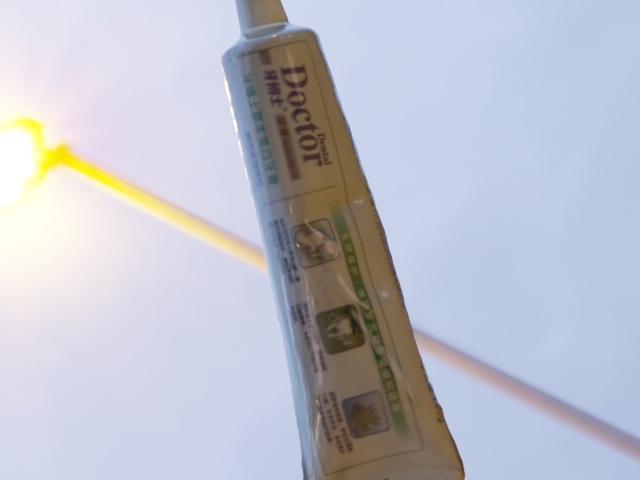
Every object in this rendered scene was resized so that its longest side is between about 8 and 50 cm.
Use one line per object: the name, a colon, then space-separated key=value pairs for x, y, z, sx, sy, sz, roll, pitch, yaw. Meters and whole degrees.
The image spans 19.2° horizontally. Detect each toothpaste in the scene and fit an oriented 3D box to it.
toothpaste: x=0.000 y=0.000 z=0.752 sx=0.041 sy=0.064 sz=0.218 roll=3 pitch=-108 yaw=-83
